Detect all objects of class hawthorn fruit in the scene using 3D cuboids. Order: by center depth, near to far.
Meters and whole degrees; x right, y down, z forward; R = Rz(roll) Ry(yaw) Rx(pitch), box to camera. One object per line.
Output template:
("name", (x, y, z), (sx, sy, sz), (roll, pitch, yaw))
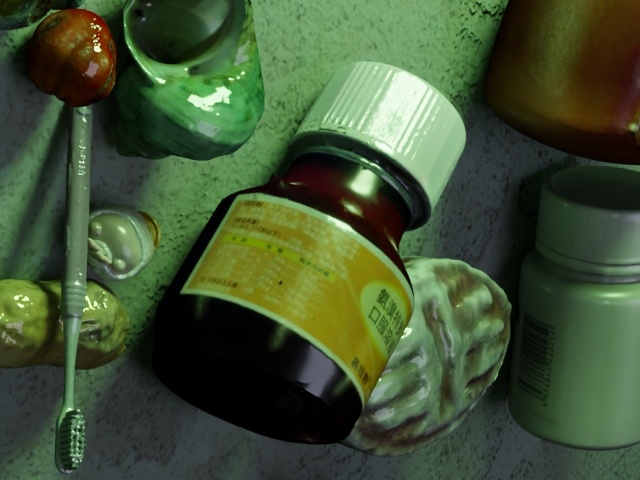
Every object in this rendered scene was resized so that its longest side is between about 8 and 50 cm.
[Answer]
("hawthorn fruit", (-0.219, -0.167, 1.680), (0.093, 0.093, 0.093), (-28, 127, -44))

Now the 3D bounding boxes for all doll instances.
("doll", (-0.205, 0.006, 1.787), (0.073, 0.084, 0.127), (69, 19, -1))

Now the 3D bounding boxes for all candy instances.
("candy", (0.090, 0.130, 2.178), (0.289, 0.157, 0.214), (-25, 111, -38))

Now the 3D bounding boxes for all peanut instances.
("peanut", (-0.255, 0.076, 1.750), (0.214, 0.099, 0.099), (7, 100, -48))

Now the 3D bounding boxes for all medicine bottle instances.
("medicine bottle", (0.000, 0.000, 1.943), (0.395, 0.242, 0.242), (-64, 145, -22))
("medicine bottle", (0.366, 0.087, 2.480), (0.208, 0.208, 0.339), (-22, 123, -47))

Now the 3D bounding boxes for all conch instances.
("conch", (-0.129, -0.162, 1.773), (0.176, 0.122, 0.188), (29, 80, -34))

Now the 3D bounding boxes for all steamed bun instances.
("steamed bun", (0.340, -0.217, 2.267), (0.379, 0.248, 0.235), (1, 108, -64))

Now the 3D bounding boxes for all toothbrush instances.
("toothbrush", (-0.221, 0.035, 1.698), (0.024, 0.029, 0.354), (10, 73, -32))

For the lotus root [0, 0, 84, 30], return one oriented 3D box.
("lotus root", (-0.270, -0.231, 1.575), (0.192, 0.088, 0.113), (9, 115, -55))
